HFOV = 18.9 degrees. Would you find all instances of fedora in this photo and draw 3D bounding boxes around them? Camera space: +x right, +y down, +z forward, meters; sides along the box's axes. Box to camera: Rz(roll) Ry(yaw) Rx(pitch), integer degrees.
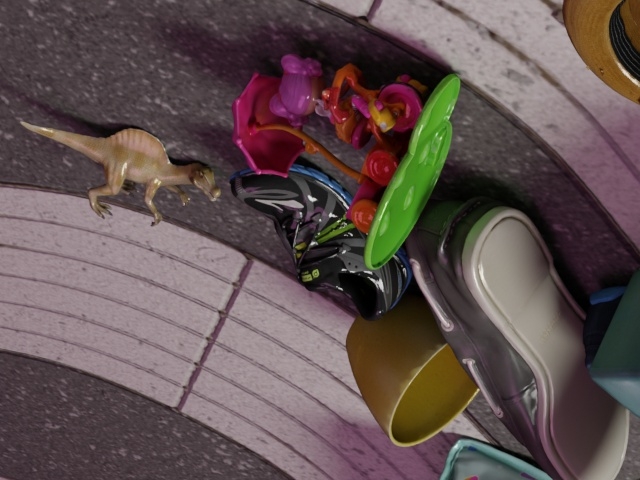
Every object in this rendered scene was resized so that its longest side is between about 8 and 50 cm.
[{"bbox_3d":[0.247,-0.146,1.211,0.194,0.079,0.194,18,155,8],"label":"fedora"}]

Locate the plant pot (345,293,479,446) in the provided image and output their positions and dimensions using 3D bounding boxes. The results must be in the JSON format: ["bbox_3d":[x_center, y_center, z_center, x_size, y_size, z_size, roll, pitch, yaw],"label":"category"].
[{"bbox_3d":[0.079,0.101,1.699,0.095,0.134,0.134,42,159,29],"label":"plant pot"}]

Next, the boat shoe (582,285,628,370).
[{"bbox_3d":[0.304,0.140,1.610,0.258,0.089,0.109,34,149,-19],"label":"boat shoe"}]

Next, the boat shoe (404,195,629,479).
[{"bbox_3d":[0.170,0.084,1.622,0.095,0.112,0.335,20,149,45],"label":"boat shoe"}]

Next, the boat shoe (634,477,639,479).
[{"bbox_3d":[0.348,0.206,1.522,0.302,0.103,0.113,-34,111,13],"label":"boat shoe"}]

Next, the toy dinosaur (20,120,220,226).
[{"bbox_3d":[-0.175,-0.067,1.696,0.183,0.053,0.093,17,135,-1],"label":"toy dinosaur"}]

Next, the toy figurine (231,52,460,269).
[{"bbox_3d":[0.008,-0.087,1.472,0.159,0.130,0.173,28,129,13],"label":"toy figurine"}]

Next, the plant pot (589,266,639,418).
[{"bbox_3d":[0.329,0.079,1.435,0.165,0.165,0.234,38,155,-22],"label":"plant pot"}]

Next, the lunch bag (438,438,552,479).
[{"bbox_3d":[0.228,0.340,1.919,0.262,0.160,0.223,20,150,20],"label":"lunch bag"}]

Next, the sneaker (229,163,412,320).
[{"bbox_3d":[0.000,0.000,1.626,0.188,0.078,0.067,40,147,-22],"label":"sneaker"}]
